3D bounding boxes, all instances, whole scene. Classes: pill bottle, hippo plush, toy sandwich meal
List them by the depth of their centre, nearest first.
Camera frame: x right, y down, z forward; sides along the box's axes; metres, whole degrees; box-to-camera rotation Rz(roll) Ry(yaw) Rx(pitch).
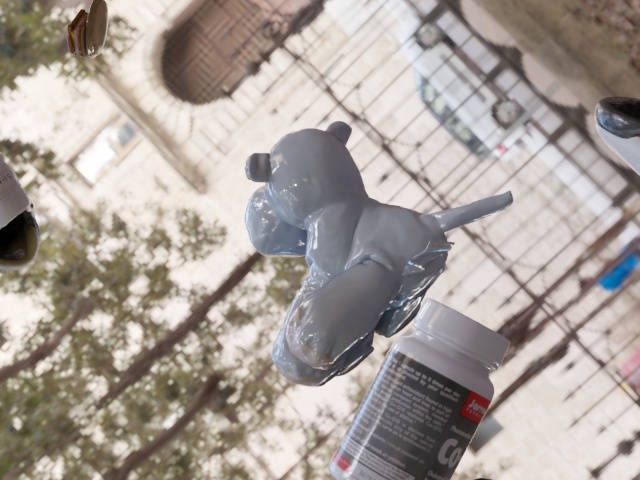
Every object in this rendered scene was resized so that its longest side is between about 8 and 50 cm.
[{"bbox_3d":[0.000,0.000,1.125,0.234,0.294,0.236,-33,-106,-35],"label":"hippo plush"},{"bbox_3d":[-0.284,-0.260,1.259,0.029,0.085,0.085,10,-169,1],"label":"toy sandwich meal"},{"bbox_3d":[0.144,0.236,1.450,0.161,0.283,0.161,28,177,2],"label":"pill bottle"}]

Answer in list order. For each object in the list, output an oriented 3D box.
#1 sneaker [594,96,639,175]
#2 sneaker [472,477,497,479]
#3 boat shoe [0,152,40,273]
[{"bbox_3d":[0.306,0.007,0.778,0.270,0.145,0.090,29,-150,14],"label":"sneaker"},{"bbox_3d":[0.189,0.416,1.179,0.107,0.124,0.283,-12,-95,-36],"label":"sneaker"},{"bbox_3d":[-0.341,-0.005,1.073,0.096,0.098,0.277,46,159,2],"label":"boat shoe"}]
